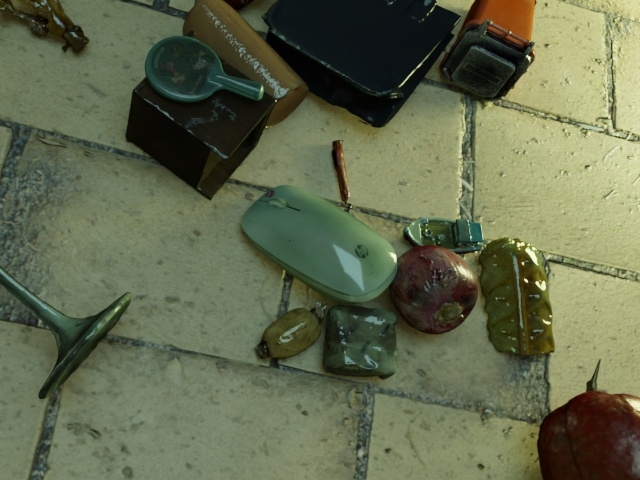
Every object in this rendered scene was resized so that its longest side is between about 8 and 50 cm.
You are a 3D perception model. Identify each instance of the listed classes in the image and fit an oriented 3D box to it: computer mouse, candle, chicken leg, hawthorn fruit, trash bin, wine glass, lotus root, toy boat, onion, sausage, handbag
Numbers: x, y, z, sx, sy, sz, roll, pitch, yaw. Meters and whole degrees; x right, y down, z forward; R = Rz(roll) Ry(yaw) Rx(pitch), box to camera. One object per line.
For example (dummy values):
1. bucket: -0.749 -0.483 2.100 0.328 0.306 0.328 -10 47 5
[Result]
1. computer mouse: 0.001 -0.003 1.503 0.288 0.097 0.159 37 60 14
2. candle: 0.041 -0.115 1.634 0.026 0.021 0.167 9 63 -36
3. chicken leg: -0.509 -0.418 1.555 0.207 0.085 0.101 44 19 -4
4. hawthorn fruit: 0.488 0.379 1.446 0.258 0.258 0.262 -37 69 -27
5. trash bin: 0.366 -0.435 1.789 0.161 0.184 0.238 25 57 -6
6. wine glass: -0.500 0.035 1.278 0.406 0.267 0.267 41 62 -2
7. lotus root: -0.043 0.155 1.470 0.152 0.063 0.072 -36 72 -23
8. toy boat: 0.233 -0.011 1.628 0.173 0.059 0.069 4 67 -16
9. onion: 0.191 0.074 1.541 0.159 0.159 0.195 -5 33 -19
10. sausage: -0.148 -0.336 1.611 0.123 0.123 0.253 -39 83 -27
11. handbag: 0.081 -0.411 1.705 0.303 0.122 0.329 33 60 9

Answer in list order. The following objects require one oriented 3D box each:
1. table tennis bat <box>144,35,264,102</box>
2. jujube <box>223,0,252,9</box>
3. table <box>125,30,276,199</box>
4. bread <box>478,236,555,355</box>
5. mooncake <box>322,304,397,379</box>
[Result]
1. table tennis bat: -0.192 -0.274 1.433 0.201 0.033 0.124 16 66 -5
2. jujube: -0.154 -0.536 1.709 0.112 0.109 0.176 15 67 29
3. table: -0.208 -0.218 1.515 0.193 0.169 0.172 36 62 1
4. bread: 0.370 0.104 1.613 0.128 0.088 0.232 -5 74 -11
5. mooncake: 0.068 0.175 1.489 0.130 0.073 0.125 10 62 -14
